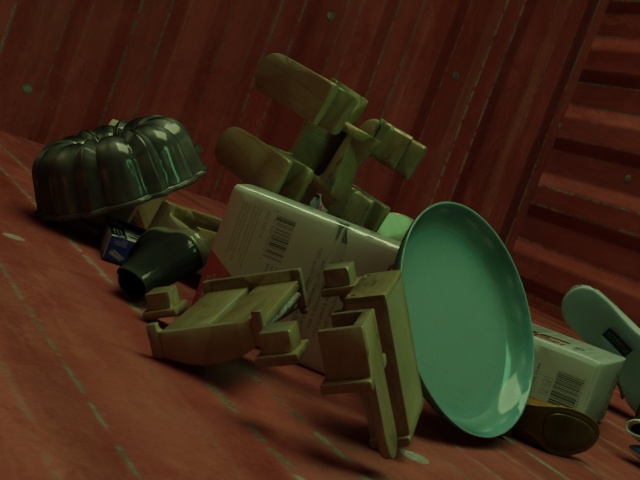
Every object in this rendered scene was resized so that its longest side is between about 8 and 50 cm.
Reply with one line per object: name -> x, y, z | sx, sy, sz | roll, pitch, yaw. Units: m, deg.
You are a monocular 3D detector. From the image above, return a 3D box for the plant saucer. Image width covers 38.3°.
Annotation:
plant saucer -> 0.189, 0.106, 1.236 | 0.043, 0.318, 0.317 | -18, -23, 40

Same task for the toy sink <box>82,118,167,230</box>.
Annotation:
toy sink -> -0.416, -0.109, 1.940 | 0.152, 0.234, 0.131 | 20, -25, 10

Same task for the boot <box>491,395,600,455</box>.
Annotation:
boot -> 0.300, 0.244, 1.362 | 0.197, 0.073, 0.152 | 16, 11, -13

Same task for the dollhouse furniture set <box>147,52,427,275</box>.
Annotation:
dollhouse furniture set -> -0.074, -0.104, 1.591 | 0.256, 0.394, 0.362 | 35, 8, 30

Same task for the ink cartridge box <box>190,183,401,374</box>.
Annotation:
ink cartridge box -> -0.017, 0.063, 1.318 | 0.283, 0.207, 0.117 | 22, 7, 8

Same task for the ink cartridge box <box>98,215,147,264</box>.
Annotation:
ink cartridge box -> -0.334, 0.007, 1.614 | 0.097, 0.046, 0.207 | 20, 4, -17

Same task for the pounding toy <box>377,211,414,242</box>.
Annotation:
pounding toy -> 0.125, 0.060, 1.944 | 0.183, 0.237, 0.110 | 22, -9, -14

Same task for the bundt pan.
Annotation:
bundt pan -> -0.382, -0.147, 1.706 | 0.331, 0.124, 0.331 | -12, 15, 4

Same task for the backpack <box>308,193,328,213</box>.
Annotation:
backpack -> 0.000, 0.000, 2.084 | 0.191, 0.225, 0.253 | 21, -4, -22

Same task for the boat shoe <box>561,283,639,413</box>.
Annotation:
boat shoe -> 0.655, 0.242, 1.972 | 0.367, 0.136, 0.156 | 47, 17, 8

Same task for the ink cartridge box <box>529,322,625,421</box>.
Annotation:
ink cartridge box -> 0.377, 0.224, 1.653 | 0.272, 0.130, 0.309 | 21, 4, 26

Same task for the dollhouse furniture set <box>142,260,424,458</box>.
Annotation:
dollhouse furniture set -> -0.076, 0.154, 1.060 | 0.355, 0.174, 0.303 | -8, 10, 16

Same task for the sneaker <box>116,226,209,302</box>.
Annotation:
sneaker -> -0.265, 0.037, 1.364 | 0.118, 0.083, 0.222 | -31, 9, -32

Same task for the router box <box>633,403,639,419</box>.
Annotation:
router box -> 0.649, 0.333, 1.789 | 0.038, 0.092, 0.122 | 21, 5, 9

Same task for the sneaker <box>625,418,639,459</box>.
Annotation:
sneaker -> 0.600, 0.317, 1.511 | 0.236, 0.130, 0.323 | 24, 9, -6
